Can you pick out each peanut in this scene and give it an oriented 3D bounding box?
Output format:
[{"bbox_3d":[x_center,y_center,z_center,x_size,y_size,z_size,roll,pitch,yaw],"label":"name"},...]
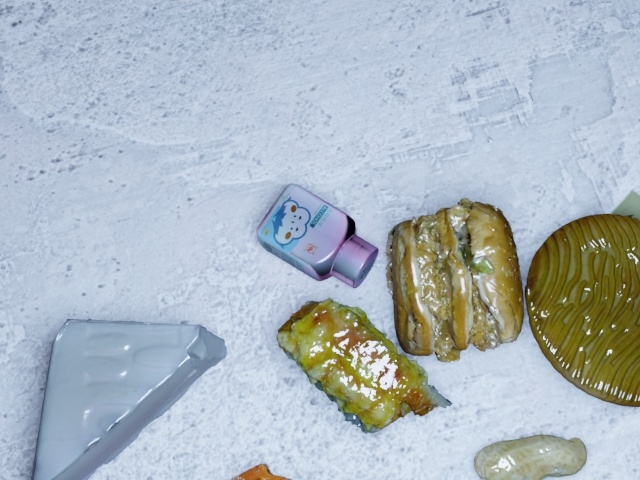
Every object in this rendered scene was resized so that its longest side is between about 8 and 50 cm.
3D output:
[{"bbox_3d":[0.322,0.341,1.359,0.175,0.080,0.080,-9,69,-2],"label":"peanut"}]

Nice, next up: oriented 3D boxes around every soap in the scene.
[{"bbox_3d":[-0.295,0.271,1.390,0.258,0.159,0.302,3,71,3],"label":"soap"}]

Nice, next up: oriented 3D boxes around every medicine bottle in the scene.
[{"bbox_3d":[0.000,0.000,1.500,0.188,0.094,0.119,31,76,15],"label":"medicine bottle"}]

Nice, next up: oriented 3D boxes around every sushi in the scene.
[{"bbox_3d":[0.060,0.202,1.376,0.274,0.184,0.139,44,83,13],"label":"sushi"}]

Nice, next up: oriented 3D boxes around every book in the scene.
[{"bbox_3d":[0.529,-0.025,1.514,0.077,0.014,0.111,42,77,17],"label":"book"}]

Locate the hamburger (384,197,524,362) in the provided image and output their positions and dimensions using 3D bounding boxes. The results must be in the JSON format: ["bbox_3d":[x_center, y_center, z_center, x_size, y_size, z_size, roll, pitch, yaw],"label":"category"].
[{"bbox_3d":[0.209,0.050,1.399,0.211,0.245,0.260,-7,41,4],"label":"hamburger"}]

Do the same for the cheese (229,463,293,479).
[{"bbox_3d":[-0.066,0.487,1.279,0.217,0.129,0.329,-34,58,18],"label":"cheese"}]

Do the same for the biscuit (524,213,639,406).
[{"bbox_3d":[0.472,0.101,1.379,0.318,0.040,0.317,3,65,-7],"label":"biscuit"}]
